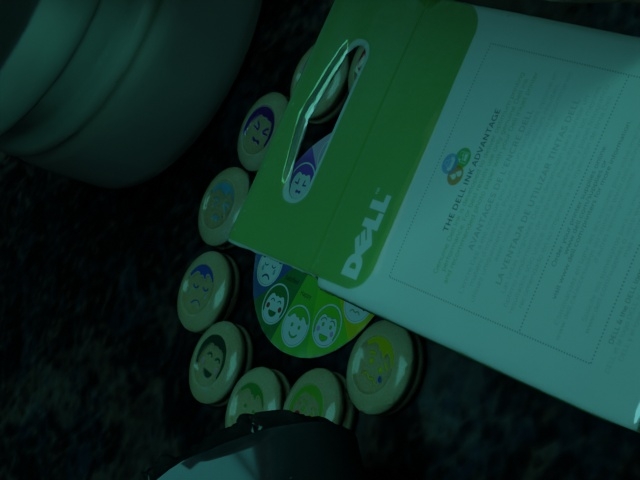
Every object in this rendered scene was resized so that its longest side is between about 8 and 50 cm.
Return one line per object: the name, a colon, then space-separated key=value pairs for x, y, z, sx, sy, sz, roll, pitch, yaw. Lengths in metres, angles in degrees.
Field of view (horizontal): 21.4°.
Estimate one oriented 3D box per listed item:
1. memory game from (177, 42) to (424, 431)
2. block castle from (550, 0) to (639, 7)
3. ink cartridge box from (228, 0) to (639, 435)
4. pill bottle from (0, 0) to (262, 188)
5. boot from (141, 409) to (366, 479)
memory game: x=0.000 y=0.000 z=0.681 sx=0.186 sy=0.012 sz=0.186 roll=-28 pitch=53 yaw=43
block castle: x=0.069 y=-0.299 z=0.487 sx=0.303 sy=0.213 sz=0.453 roll=21 pitch=108 yaw=30
ink cartridge box: x=0.067 y=-0.013 z=0.549 sx=0.209 sy=0.062 sz=0.109 roll=23 pitch=89 yaw=51
pill bottle: x=-0.213 y=-0.156 z=0.734 sx=0.204 sy=0.361 sz=0.204 roll=-27 pitch=53 yaw=43
boot: x=0.007 y=0.142 z=0.532 sx=0.246 sy=0.094 sz=0.207 roll=-42 pitch=48 yaw=42
